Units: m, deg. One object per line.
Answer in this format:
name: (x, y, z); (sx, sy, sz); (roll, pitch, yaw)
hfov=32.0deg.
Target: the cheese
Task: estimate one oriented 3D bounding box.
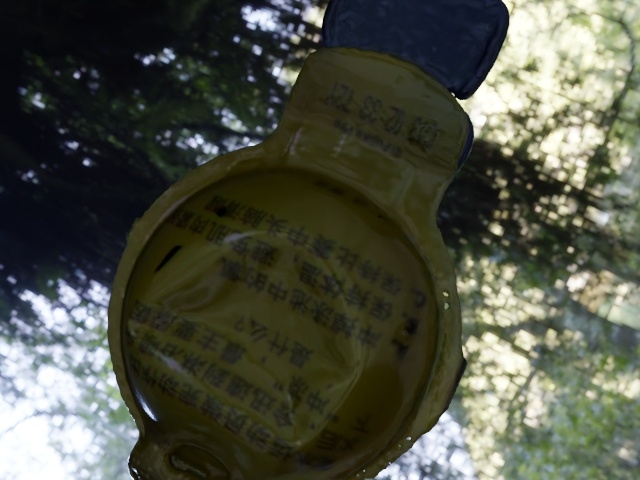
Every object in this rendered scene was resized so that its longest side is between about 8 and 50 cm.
cheese: (0.000, 0.000, 0.467); (0.250, 0.156, 0.064); (-64, -13, -1)
